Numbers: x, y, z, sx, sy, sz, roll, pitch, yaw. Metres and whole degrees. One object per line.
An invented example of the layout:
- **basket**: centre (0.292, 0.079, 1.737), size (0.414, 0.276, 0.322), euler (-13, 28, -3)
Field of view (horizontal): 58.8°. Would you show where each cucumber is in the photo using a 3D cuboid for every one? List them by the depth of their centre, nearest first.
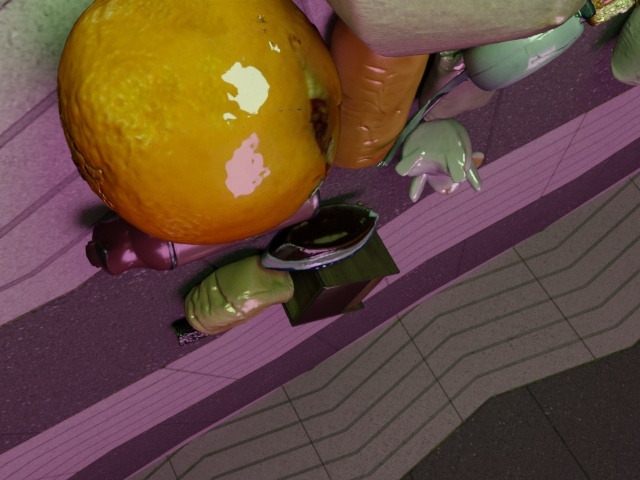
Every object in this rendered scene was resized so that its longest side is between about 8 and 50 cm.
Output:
- **cucumber**: centre (-0.254, 0.191, 1.325), size (0.187, 0.058, 0.058), euler (-17, 157, -37)

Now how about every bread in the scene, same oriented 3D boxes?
- **bread**: centre (0.368, -0.366, 0.763), size (0.069, 0.140, 0.128), euler (-21, 123, 24)
- **bread**: centre (0.076, -0.204, 0.792), size (0.142, 0.091, 0.305), euler (-21, 158, -12)

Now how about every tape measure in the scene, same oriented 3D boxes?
- **tape measure**: centre (0.187, -0.213, 0.745), size (0.330, 0.084, 0.164), euler (-33, -175, 17)

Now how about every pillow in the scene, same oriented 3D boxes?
- **pillow**: centre (0.226, -0.261, 0.890), size (0.134, 0.077, 0.181), euler (-24, 163, -8)

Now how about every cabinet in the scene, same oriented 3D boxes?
- **cabinet**: centre (0.028, 0.074, 1.297), size (0.215, 0.148, 0.175), euler (-8, 150, -35)

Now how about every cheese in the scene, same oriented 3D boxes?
- **cheese**: centre (0.673, -0.400, 1.083), size (0.198, 0.154, 0.189), euler (-18, 160, -4)
- **cheese**: centre (-0.170, 0.120, 1.190), size (0.214, 0.117, 0.226), euler (-32, 166, 21)

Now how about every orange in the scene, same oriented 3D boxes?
- **orange**: centre (-0.100, -0.115, 0.510), size (0.246, 0.246, 0.246), euler (-27, 160, -11)

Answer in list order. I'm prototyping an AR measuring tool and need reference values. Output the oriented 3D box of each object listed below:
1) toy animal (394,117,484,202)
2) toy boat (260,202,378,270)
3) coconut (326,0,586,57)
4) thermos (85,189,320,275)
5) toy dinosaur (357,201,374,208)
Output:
- **toy animal**: centre (0.246, -0.141, 1.110), size (0.141, 0.138, 0.282), euler (0, 166, 22)
- **toy boat**: centre (0.000, 0.000, 1.142), size (0.262, 0.114, 0.115), euler (-17, 162, -30)
- **coconut**: centre (0.090, -0.254, 0.417), size (0.237, 0.266, 0.237), euler (-34, 158, -16)
- **thermos**: centre (-0.175, -0.039, 0.825), size (0.330, 0.136, 0.109), euler (-21, 131, -26)
- **toy dinosaur**: centre (0.067, -0.059, 1.240), size (0.120, 0.029, 0.060), euler (-24, 176, -34)
